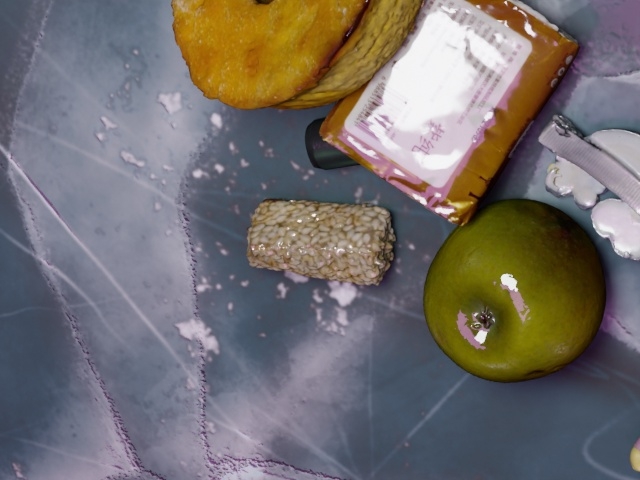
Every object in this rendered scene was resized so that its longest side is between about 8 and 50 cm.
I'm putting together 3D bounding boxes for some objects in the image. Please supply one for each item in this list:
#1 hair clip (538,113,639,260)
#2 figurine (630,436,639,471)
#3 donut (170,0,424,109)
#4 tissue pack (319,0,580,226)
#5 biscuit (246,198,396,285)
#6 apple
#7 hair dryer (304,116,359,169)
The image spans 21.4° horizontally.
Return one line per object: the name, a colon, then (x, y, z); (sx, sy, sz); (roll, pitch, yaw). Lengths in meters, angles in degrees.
hair clip: (0.299, -0.065, 1.745); (0.172, 0.049, 0.116); (38, 123, 0)
figurine: (0.401, 0.270, 1.828); (0.083, 0.083, 0.187); (-31, 91, 27)
donut: (-0.012, -0.263, 1.692); (0.303, 0.110, 0.303); (-13, 71, 40)
tissue pack: (0.131, -0.154, 1.716); (0.183, 0.092, 0.226); (33, 97, 2)
biscuit: (0.000, 0.000, 1.865); (0.168, 0.082, 0.070); (5, 137, 18)
apple: (0.201, 0.058, 1.768); (0.196, 0.157, 0.196); (10, 112, 26)
hair dryer: (0.024, -0.177, 1.808); (0.100, 0.057, 0.198); (-7, 99, 22)
